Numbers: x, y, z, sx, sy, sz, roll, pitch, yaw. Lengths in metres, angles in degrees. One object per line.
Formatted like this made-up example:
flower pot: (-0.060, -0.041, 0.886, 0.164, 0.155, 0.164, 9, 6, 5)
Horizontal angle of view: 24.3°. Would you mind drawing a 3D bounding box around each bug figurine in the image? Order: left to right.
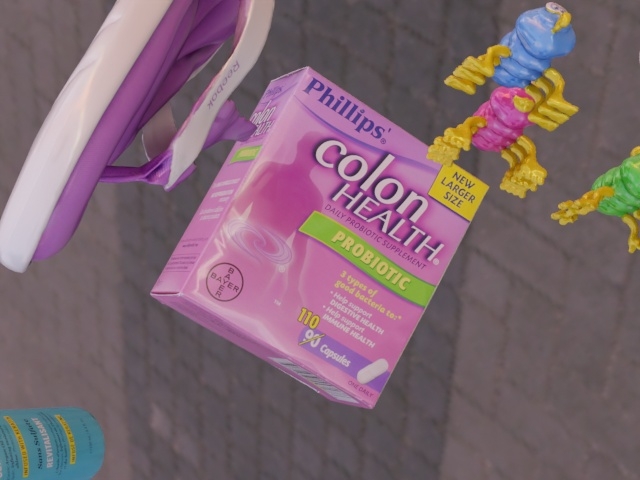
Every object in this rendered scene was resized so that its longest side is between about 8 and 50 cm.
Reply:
bug figurine: (0.208, -0.080, 1.085, 0.279, 0.072, 0.216, 23, 156, -15)

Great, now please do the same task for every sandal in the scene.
sandal: (-0.076, -0.111, 0.934, 0.102, 0.416, 0.169, 27, 125, -2)

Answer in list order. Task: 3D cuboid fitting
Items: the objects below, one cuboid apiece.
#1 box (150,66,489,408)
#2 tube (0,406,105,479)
box: (0.000, 0.000, 1.397, 0.213, 0.243, 0.117, 32, 168, -16)
tube: (-0.214, 0.135, 0.913, 0.052, 0.207, 0.080, -32, 74, 24)
